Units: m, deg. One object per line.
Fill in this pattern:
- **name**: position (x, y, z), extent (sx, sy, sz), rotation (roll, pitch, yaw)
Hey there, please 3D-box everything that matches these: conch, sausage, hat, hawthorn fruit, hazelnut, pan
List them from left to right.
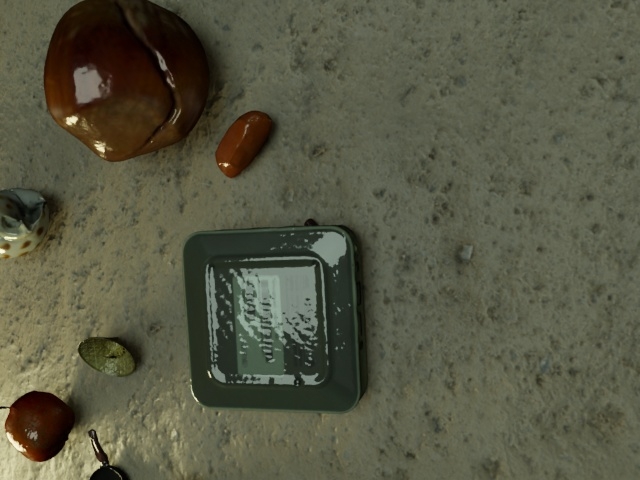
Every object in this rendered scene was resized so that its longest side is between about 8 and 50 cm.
- **conch**: position (-0.790, -0.041, 1.793), extent (0.275, 0.183, 0.149), rotation (24, 138, 29)
- **hawthorn fruit**: position (-0.703, 0.443, 1.747), extent (0.194, 0.157, 0.157), rotation (24, 97, 14)
- **pan**: position (-0.527, 0.558, 1.743), extent (0.114, 0.040, 0.212), rotation (-13, 92, 20)
- **hat**: position (-0.505, 0.259, 1.733), extent (0.146, 0.067, 0.146), rotation (8, 132, 8)
- **hazelnut**: position (-0.427, -0.358, 1.575), extent (0.315, 0.372, 0.372), rotation (-5, 87, 58)
- **sausage**: position (-0.177, -0.217, 1.603), extent (0.089, 0.089, 0.179), rotation (44, 113, 15)

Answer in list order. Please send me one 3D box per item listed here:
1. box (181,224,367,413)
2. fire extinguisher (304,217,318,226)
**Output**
- **box**: position (-0.100, 0.167, 1.538), extent (0.396, 0.111, 0.396), rotation (-3, 94, 17)
- **fire extinguisher**: position (-0.003, 0.000, 1.564), extent (0.046, 0.032, 0.100), rotation (-44, 69, 3)
